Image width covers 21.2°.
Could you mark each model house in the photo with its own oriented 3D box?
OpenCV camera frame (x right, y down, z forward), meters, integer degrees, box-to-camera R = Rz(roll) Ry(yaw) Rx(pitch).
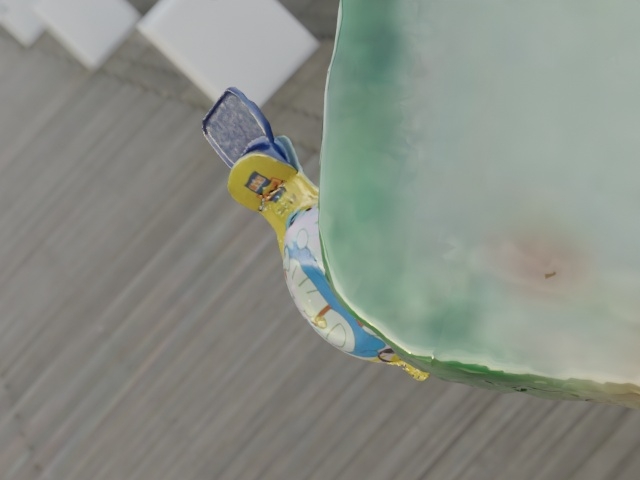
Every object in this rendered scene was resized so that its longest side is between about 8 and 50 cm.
[{"bbox_3d":[0.166,-0.075,0.568,0.245,0.280,0.312,4,83,22],"label":"model house"}]

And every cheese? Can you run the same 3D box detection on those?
[{"bbox_3d":[0.000,0.000,1.227,0.064,0.250,0.156,-36,-6,-32],"label":"cheese"}]
